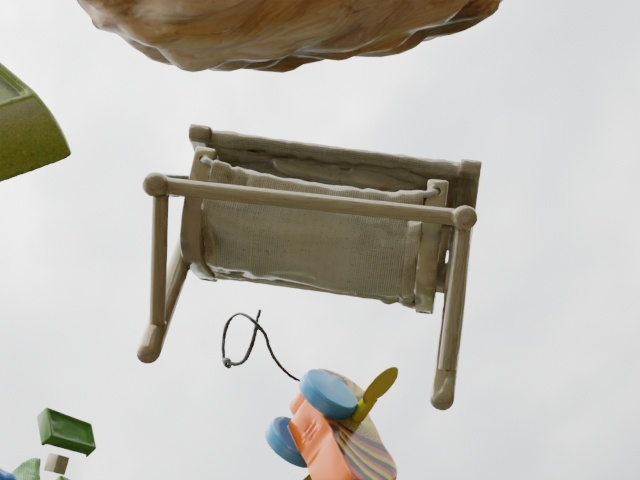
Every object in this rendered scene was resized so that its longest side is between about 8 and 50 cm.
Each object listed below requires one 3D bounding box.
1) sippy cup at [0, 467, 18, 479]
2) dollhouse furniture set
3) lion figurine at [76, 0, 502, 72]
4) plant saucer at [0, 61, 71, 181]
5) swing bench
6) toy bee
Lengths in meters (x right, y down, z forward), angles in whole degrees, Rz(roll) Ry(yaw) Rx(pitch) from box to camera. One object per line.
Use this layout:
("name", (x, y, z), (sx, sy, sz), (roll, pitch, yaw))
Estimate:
("sippy cup", (-0.347, 0.289, 1.264), (0.240, 0.305, 0.224), (-49, 0, -33))
("dollhouse furniture set", (-0.294, 0.235, 1.444), (0.058, 0.076, 0.152), (25, -57, -39))
("lion figurine", (0.058, -0.180, 0.606), (0.142, 0.240, 0.392), (68, -157, -15))
("plant saucer", (-0.290, -0.107, 0.986), (0.188, 0.188, 0.045), (-29, -27, -52))
("swing bench", (0.000, 0.000, 1.192), (0.253, 0.254, 0.165), (7, -71, 5))
("toy bee", (0.023, 0.197, 1.655), (0.162, 0.298, 0.195), (17, -43, -40))
